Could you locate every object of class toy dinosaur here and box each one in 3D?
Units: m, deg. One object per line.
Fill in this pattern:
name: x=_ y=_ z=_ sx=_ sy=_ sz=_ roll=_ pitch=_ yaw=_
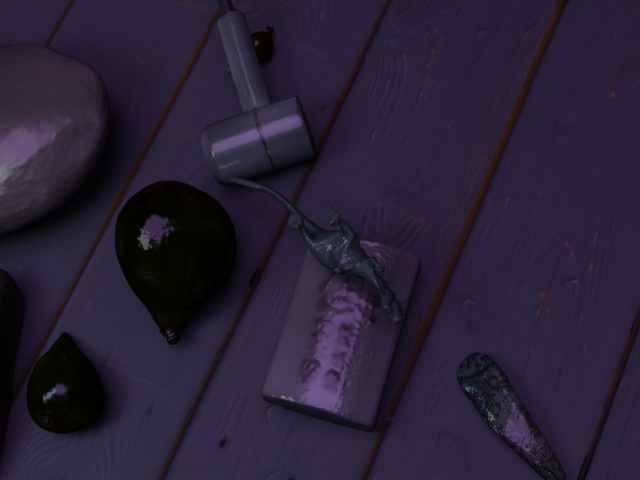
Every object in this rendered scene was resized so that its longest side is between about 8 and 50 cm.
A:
toy dinosaur: x=-0.010 y=-0.025 z=1.468 sx=0.076 sy=0.129 sz=0.383 roll=-38 pitch=62 yaw=-12

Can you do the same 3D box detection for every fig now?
fig: x=-0.102 y=-0.346 z=1.750 sx=0.050 sy=0.050 sz=0.083 roll=17 pitch=55 yaw=15
fig: x=-0.232 y=0.035 z=1.557 sx=0.195 sy=0.195 sz=0.245 roll=18 pitch=102 yaw=16
fig: x=-0.399 y=0.208 z=1.559 sx=0.117 sy=0.117 sz=0.177 roll=-17 pitch=57 yaw=3

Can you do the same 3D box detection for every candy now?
candy: x=-0.549 y=-0.180 z=1.674 sx=0.427 sy=0.186 sz=0.386 roll=-9 pitch=62 yaw=13

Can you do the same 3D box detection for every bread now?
bread: x=-0.539 y=0.195 z=1.544 sx=0.102 sy=0.183 sz=0.337 roll=3 pitch=70 yaw=2

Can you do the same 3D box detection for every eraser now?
eraser: x=0.033 y=0.133 z=1.516 sx=0.174 sy=0.095 sz=0.270 roll=14 pitch=73 yaw=12

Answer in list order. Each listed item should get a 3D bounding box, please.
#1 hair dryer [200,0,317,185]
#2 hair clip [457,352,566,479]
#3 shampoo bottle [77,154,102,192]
hair dryer: x=-0.135 y=-0.276 z=1.677 sx=0.173 sy=0.107 sz=0.357 roll=-17 pitch=73 yaw=2
hair clip: x=0.275 y=0.257 z=1.456 sx=0.066 sy=0.036 sz=0.229 roll=-37 pitch=68 yaw=2
shampoo bottle: x=-0.410 y=-0.164 z=1.731 sx=0.080 sy=0.040 sz=0.165 roll=-1 pitch=70 yaw=15
